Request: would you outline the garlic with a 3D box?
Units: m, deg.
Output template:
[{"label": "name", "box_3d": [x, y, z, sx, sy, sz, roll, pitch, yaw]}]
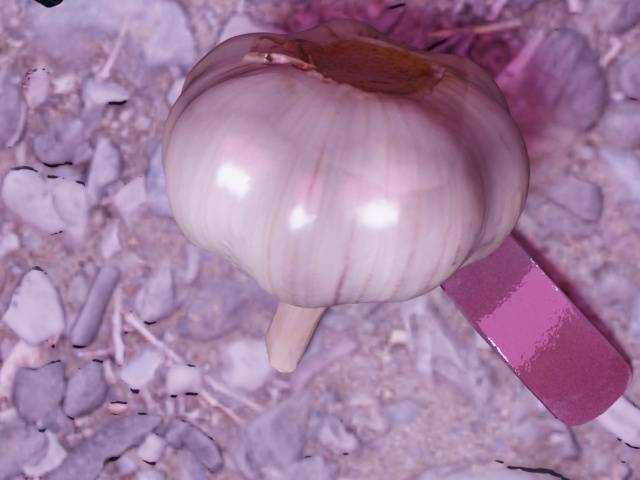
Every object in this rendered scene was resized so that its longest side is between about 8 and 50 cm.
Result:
[{"label": "garlic", "box_3d": [0.000, 0.000, 0.512, 0.199, 0.199, 0.226, 21, 123, 11]}]

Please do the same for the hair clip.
[{"label": "hair clip", "box_3d": [0.125, 0.049, 0.548, 0.054, 0.022, 0.137, -42, 83, 8]}]

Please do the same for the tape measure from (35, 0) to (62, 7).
[{"label": "tape measure", "box_3d": [-0.174, -0.223, 0.578, 0.146, 0.081, 0.125, -45, 72, 8]}]
